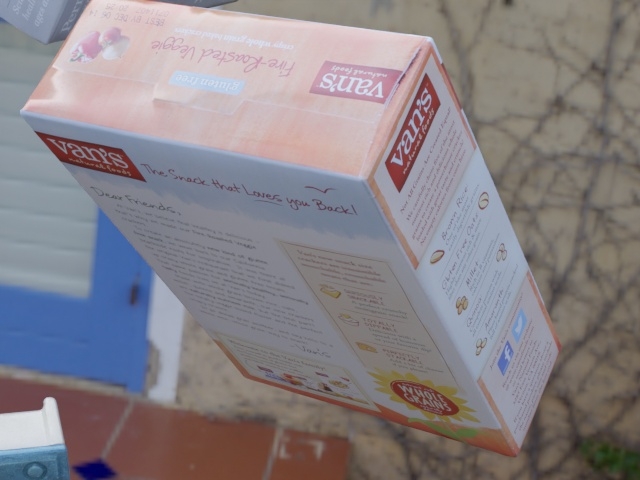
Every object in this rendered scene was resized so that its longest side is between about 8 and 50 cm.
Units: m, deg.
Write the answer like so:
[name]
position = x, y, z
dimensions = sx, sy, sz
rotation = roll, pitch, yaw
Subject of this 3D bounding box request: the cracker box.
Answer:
[cracker box]
position = 0.000, 0.000, 0.568
dimensions = 0.155, 0.067, 0.232
rotation = 13, -25, 29

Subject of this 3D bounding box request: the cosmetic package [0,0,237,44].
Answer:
[cosmetic package]
position = -0.108, -0.198, 0.747
dimensions = 0.107, 0.127, 0.238
rotation = 32, 26, 8

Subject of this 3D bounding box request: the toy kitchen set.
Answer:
[toy kitchen set]
position = -0.266, 0.239, 0.996
dimensions = 0.166, 0.207, 0.122
rotation = -4, 35, -9
